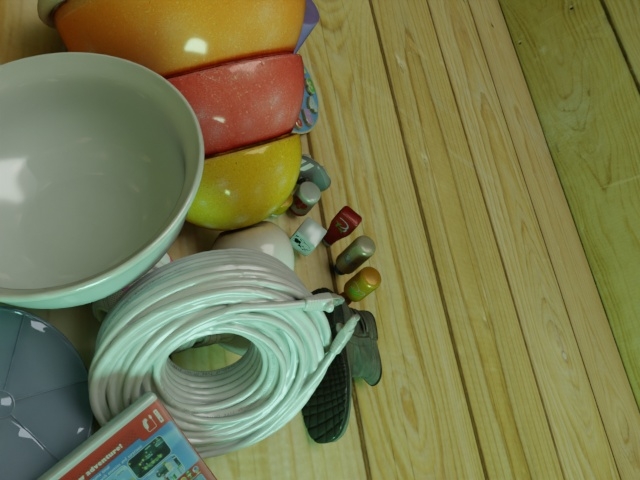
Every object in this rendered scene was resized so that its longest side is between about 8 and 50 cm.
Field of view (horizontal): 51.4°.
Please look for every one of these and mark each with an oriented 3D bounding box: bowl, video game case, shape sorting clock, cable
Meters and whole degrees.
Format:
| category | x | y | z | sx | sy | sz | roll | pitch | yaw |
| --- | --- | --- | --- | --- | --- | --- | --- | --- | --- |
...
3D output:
| category | x | y | z | sx | sy | sz | roll | pitch | yaw |
| --- | --- | --- | --- | --- | --- | --- | --- | --- | --- |
| bowl | -0.262 | -0.044 | 0.692 | 0.134 | 0.297 | 0.298 | 92 | -4 | -59 |
| video game case | -0.163 | 0.321 | 0.635 | 0.204 | 0.025 | 0.285 | -38 | 104 | -27 |
| shape sorting clock | -0.070 | -0.295 | 1.240 | 0.206 | 0.040 | 0.206 | 30 | 46 | -37 |
| cable | -0.116 | 0.125 | 0.721 | 0.257 | 0.257 | 0.089 | 13 | 28 | -29 |

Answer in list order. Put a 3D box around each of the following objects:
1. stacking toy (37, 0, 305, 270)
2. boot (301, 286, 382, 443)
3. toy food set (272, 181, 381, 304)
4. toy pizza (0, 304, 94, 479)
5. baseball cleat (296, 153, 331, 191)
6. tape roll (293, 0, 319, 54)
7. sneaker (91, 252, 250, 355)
| category | x | y | z | sx | sy | sz | roll | pitch | yaw |
| --- | --- | --- | --- | --- | --- | --- | --- | --- | --- |
| stacking toy | -0.136 | -0.135 | 0.884 | 0.350 | 0.350 | 0.480 | -27 | 106 | -55 |
| boot | 0.049 | 0.201 | 1.037 | 0.161 | 0.083 | 0.247 | 33 | 45 | -44 |
| toy food set | 0.000 | 0.000 | 1.117 | 0.232 | 0.104 | 0.111 | 38 | 52 | -4 |
| toy pizza | -0.312 | 0.160 | 0.635 | 0.201 | 0.032 | 0.201 | 29 | 48 | -37 |
| baseball cleat | -0.070 | -0.114 | 1.111 | 0.205 | 0.072 | 0.110 | 31 | 58 | -30 |
| tape roll | -0.101 | -0.426 | 1.210 | 0.189 | 0.080 | 0.189 | 26 | 38 | -22 |
| sneaker | -0.175 | 0.095 | 0.807 | 0.252 | 0.103 | 0.111 | 31 | 49 | -28 |
